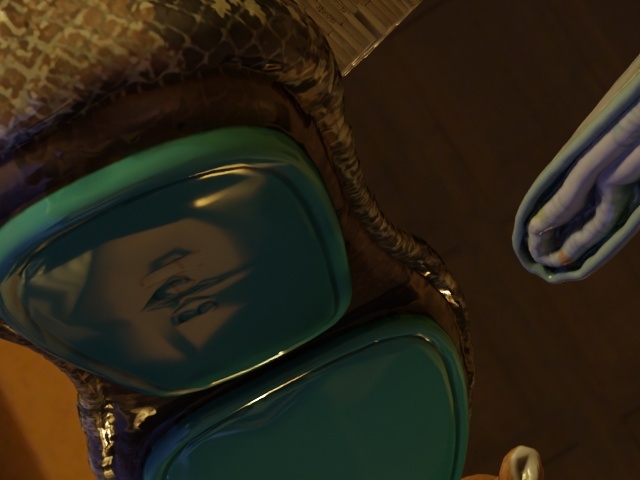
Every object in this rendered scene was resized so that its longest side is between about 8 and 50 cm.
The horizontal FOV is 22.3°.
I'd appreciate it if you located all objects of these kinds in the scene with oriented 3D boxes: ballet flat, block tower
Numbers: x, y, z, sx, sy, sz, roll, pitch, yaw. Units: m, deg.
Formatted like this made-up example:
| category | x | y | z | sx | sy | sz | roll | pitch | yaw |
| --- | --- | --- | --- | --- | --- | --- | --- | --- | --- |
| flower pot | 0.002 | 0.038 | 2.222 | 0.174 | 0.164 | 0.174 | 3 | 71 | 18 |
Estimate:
| category | x | y | z | sx | sy | sz | roll | pitch | yaw |
| --- | --- | --- | --- | --- | --- | --- | --- | --- | --- |
| ballet flat | -0.041 | 0.004 | 0.605 | 0.483 | 0.164 | 0.182 | 68 | 177 | -63 |
| block tower | -0.009 | -0.176 | 1.397 | 0.091 | 0.097 | 0.335 | 46 | -153 | -3 |

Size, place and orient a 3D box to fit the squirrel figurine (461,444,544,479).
| category | x | y | z | sx | sy | sz | roll | pitch | yaw |
| --- | --- | --- | --- | --- | --- | --- | --- | --- | --- |
| squirrel figurine | 0.222 | 0.373 | 1.462 | 0.397 | 0.281 | 0.370 | 4 | -148 | -17 |

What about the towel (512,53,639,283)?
| category | x | y | z | sx | sy | sz | roll | pitch | yaw |
| --- | --- | --- | --- | --- | --- | --- | --- | --- | --- |
| towel | 0.317 | -0.152 | 1.255 | 0.090 | 0.374 | 0.320 | 42 | -125 | 3 |
